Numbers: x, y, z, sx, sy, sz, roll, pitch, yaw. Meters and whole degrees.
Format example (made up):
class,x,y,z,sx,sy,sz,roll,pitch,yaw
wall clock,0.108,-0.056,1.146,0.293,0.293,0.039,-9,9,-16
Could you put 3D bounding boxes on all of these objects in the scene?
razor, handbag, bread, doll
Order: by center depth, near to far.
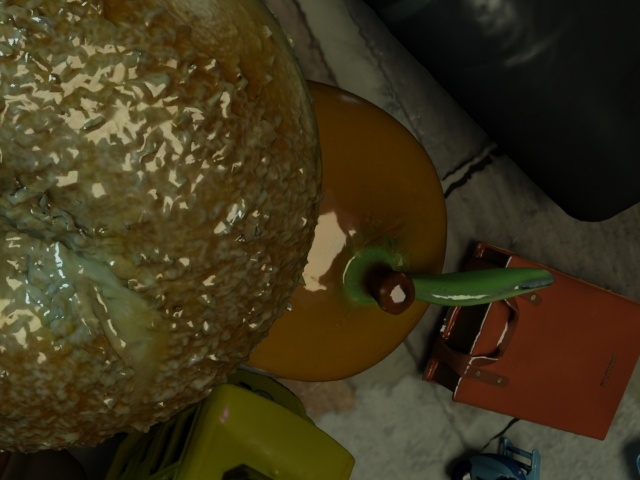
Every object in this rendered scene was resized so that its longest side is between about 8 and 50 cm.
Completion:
class,x,y,z,sx,sy,sz,roll,pitch,yaw
bread,-0.137,-0.021,0.551,0.306,0.158,0.305,-4,122,-7
doll,0.000,0.000,0.726,0.213,0.236,0.213,-10,108,-33
razor,0.170,-0.171,0.841,0.349,0.113,0.204,41,81,-30
handbag,0.185,0.086,0.952,0.190,0.063,0.127,20,94,-33

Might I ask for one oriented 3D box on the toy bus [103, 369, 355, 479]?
class,x,y,z,sx,sy,sz,roll,pitch,yaw
toy bus,-0.072,0.205,0.706,0.145,0.151,0.331,32,46,-16

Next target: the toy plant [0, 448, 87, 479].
class,x,y,z,sx,sy,sz,roll,pitch,yaw
toy plant,-0.244,0.136,0.708,0.200,0.105,0.142,35,55,-28

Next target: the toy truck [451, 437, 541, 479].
class,x,y,z,sx,sy,sz,roll,pitch,yaw
toy truck,0.153,0.243,0.981,0.074,0.063,0.136,-15,115,-44

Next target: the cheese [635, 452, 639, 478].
class,x,y,z,sx,sy,sz,roll,pitch,yaw
cheese,0.353,0.295,1.101,0.135,0.052,0.244,-14,110,-24
